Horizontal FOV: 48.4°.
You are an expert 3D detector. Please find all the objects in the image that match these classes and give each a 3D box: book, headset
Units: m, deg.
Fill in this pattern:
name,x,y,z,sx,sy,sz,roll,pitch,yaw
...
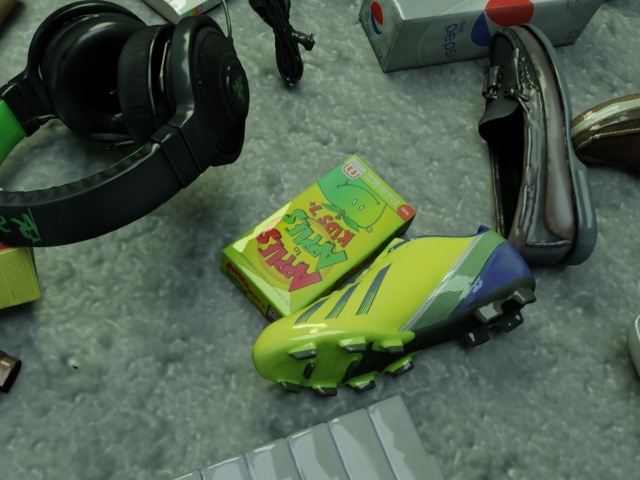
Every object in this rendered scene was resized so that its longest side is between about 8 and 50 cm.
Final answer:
name,x,y,z,sx,sy,sz,roll,pitch,yaw
book,-0.151,-0.323,0.863,0.096,0.035,0.144,42,59,10
headset,-0.154,-0.129,0.681,0.243,0.185,0.394,19,56,33

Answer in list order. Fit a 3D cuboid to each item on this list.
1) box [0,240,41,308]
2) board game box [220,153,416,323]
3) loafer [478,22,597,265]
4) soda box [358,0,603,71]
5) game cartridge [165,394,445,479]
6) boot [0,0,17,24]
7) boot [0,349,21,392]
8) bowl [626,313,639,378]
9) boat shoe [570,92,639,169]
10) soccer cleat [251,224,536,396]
name,x,y,z,sx,sy,sz,roll,pitch,yaw
box,-0.360,0.036,0.590,0.232,0.058,0.087,-14,35,-18
board game box,0.000,0.000,0.708,0.181,0.043,0.092,-38,75,-26
loafer,0.219,-0.115,0.783,0.095,0.109,0.303,-3,65,-8
soda box,0.200,-0.291,0.879,0.286,0.091,0.098,-12,65,-17
game cartridge,0.036,0.318,0.536,0.230,0.068,0.355,-13,65,-22
boot,-0.462,-0.277,0.737,0.248,0.090,0.207,33,58,3
boot,-0.323,0.120,0.581,0.114,0.037,0.106,23,51,0
bowl,0.378,0.134,0.707,0.141,0.053,0.142,-9,63,-16
boat shoe,0.405,-0.113,0.824,0.257,0.095,0.095,-8,68,-16
soccer cleat,0.065,0.058,0.669,0.289,0.093,0.121,-15,55,-20
